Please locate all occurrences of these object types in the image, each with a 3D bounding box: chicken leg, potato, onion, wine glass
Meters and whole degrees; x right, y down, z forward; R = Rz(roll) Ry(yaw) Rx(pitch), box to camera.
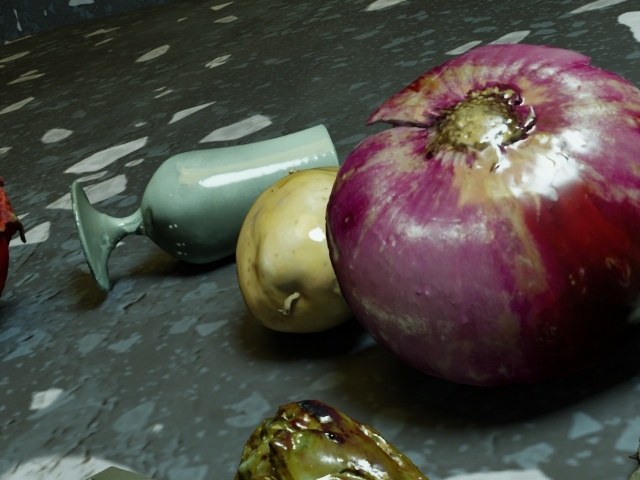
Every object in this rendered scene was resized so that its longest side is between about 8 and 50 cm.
[{"bbox_3d":[0.024,0.129,0.449,0.178,0.070,0.093,20,15,38],"label":"chicken leg"},{"bbox_3d":[0.000,0.000,0.708,0.118,0.109,0.178,-47,4,25],"label":"potato"},{"bbox_3d":[0.117,-0.007,0.566,0.207,0.200,0.200,-13,19,-26],"label":"onion"},{"bbox_3d":[-0.095,-0.032,0.864,0.231,0.103,0.103,-15,22,-6],"label":"wine glass"}]

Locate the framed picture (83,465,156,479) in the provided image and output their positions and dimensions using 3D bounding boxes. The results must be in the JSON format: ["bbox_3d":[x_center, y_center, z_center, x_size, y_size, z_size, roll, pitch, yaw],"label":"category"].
[{"bbox_3d":[-0.220,0.183,0.415,0.324,0.020,0.240,-25,-3,-19],"label":"framed picture"}]

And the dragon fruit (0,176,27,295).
[{"bbox_3d":[-0.365,0.019,0.814,0.193,0.274,0.192,28,2,28],"label":"dragon fruit"}]

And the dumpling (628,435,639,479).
[{"bbox_3d":[0.178,0.068,0.339,0.166,0.086,0.332,-17,1,-8],"label":"dumpling"}]
